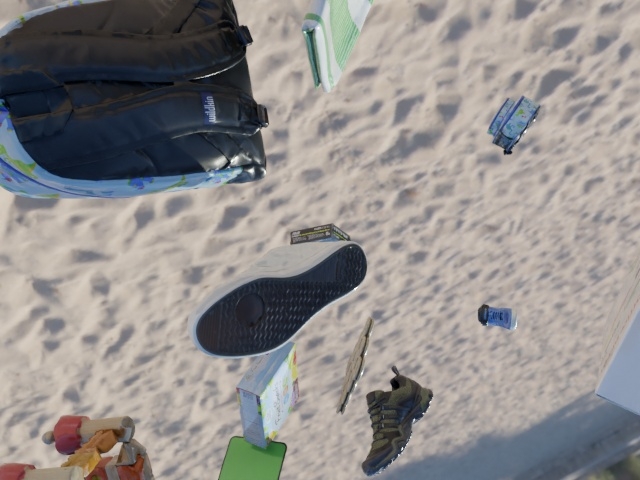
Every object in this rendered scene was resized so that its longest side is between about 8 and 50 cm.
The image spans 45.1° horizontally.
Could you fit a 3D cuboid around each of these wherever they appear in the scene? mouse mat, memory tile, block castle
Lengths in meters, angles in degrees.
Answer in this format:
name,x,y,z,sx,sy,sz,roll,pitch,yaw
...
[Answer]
name,x,y,z,sx,sy,sz,roll,pitch,yaw
mouse mat,-0.167,0.553,1.797,0.152,0.190,0.007,2,147,20
memory tile,0.055,0.198,1.207,0.012,0.113,0.148,18,139,-1
block castle,-0.482,0.603,1.565,0.212,0.453,0.303,-9,-169,14

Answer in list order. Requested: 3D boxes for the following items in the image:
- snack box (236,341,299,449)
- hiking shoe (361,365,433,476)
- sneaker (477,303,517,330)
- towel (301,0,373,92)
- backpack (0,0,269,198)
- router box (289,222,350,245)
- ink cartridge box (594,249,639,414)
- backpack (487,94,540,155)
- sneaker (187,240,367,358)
name,x,y,z,sx,sy,sz,roll,pitch,yaw
snack box,-0.120,0.357,1.806,0.174,0.070,0.207,-53,150,-43
hiking shoe,0.123,0.351,1.494,0.227,0.114,0.086,-48,171,-39
sneaker,0.443,0.193,1.953,0.084,0.058,0.152,6,178,-1
towel,0.062,-0.408,1.169,0.325,0.038,0.248,-63,169,-8
backpack,-0.275,-0.176,1.000,0.273,0.290,0.355,-6,-168,34
router box,0.000,0.000,1.888,0.122,0.038,0.092,-12,154,28
ink cartridge box,0.540,0.127,1.233,0.278,0.117,0.201,-41,150,-59
backpack,0.433,-0.271,1.735,0.105,0.084,0.114,-52,174,-30
sneaker,-0.073,0.076,1.051,0.290,0.106,0.123,-22,-161,-39
